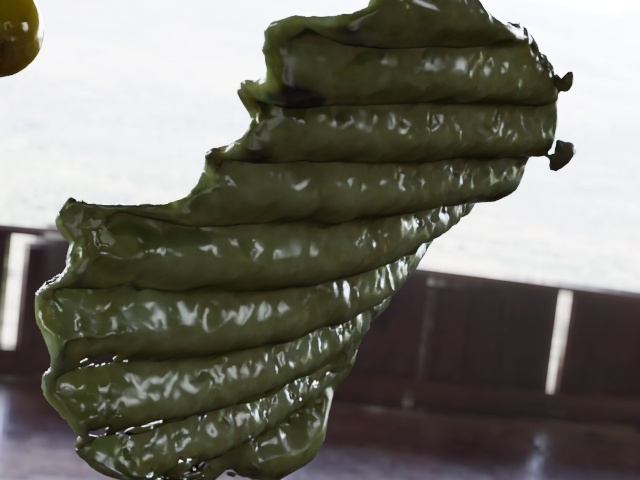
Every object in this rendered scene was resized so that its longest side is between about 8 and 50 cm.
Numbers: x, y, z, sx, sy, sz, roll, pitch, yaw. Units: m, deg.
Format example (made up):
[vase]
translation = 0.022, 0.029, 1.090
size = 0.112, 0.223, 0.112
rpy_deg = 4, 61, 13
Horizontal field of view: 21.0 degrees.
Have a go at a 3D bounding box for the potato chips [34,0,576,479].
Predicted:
[potato chips]
translation = 0.003, 0.003, 1.105
size = 0.097, 0.373, 0.389
rpy_deg = 46, 10, 25

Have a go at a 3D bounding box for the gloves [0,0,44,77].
[gloves]
translation = -0.167, -0.071, 0.468
size = 0.116, 0.133, 0.294
rpy_deg = 42, 11, -38
